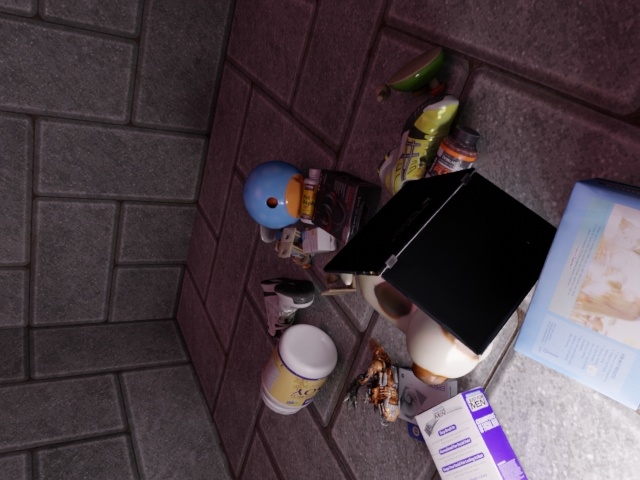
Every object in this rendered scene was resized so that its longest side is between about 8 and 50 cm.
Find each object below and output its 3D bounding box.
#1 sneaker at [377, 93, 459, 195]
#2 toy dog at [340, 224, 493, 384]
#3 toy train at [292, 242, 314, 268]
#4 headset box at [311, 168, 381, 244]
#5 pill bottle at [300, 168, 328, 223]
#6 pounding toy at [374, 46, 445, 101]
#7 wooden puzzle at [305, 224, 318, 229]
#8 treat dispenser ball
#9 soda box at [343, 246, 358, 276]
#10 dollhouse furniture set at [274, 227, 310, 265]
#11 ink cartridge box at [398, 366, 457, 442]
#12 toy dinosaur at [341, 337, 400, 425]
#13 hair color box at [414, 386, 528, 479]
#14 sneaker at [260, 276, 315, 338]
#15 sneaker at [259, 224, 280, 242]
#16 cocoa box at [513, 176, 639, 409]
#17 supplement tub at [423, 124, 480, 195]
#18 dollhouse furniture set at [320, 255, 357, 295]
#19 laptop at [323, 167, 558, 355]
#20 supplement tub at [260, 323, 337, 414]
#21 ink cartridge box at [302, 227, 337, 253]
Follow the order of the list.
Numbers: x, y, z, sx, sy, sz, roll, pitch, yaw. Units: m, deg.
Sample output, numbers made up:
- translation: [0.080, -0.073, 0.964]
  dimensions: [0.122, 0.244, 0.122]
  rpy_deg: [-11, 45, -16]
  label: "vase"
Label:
- translation: [0.309, -0.266, 1.514]
  dimensions: [0.147, 0.145, 0.385]
  rpy_deg: [64, 151, 25]
  label: "sneaker"
- translation: [0.281, 0.159, 1.312]
  dimensions: [0.285, 0.395, 0.408]
  rpy_deg: [-57, 36, 24]
  label: "toy dog"
- translation: [-0.088, 0.051, 2.230]
  dimensions: [0.166, 0.046, 0.125]
  rpy_deg: [40, 124, 52]
  label: "toy train"
- translation: [0.096, -0.122, 1.866]
  dimensions: [0.293, 0.110, 0.218]
  rpy_deg: [35, 118, 54]
  label: "headset box"
- translation: [-0.015, -0.176, 2.044]
  dimensions: [0.117, 0.117, 0.215]
  rpy_deg: [21, 107, 57]
  label: "pill bottle"
- translation: [0.287, -0.468, 1.547]
  dimensions: [0.236, 0.110, 0.183]
  rpy_deg: [-32, 21, 15]
  label: "pounding toy"
- translation: [-0.021, -0.053, 2.079]
  dimensions: [0.078, 0.116, 0.014]
  rpy_deg: [-10, 95, 15]
  label: "wooden puzzle"
- translation: [-0.185, -0.193, 2.161]
  dimensions: [0.288, 0.288, 0.289]
  rpy_deg: [-2, 88, 59]
  label: "treat dispenser ball"
- translation: [0.139, 0.084, 1.846]
  dimensions: [0.169, 0.053, 0.060]
  rpy_deg: [43, 126, 51]
  label: "soda box"
- translation: [-0.148, 0.027, 2.175]
  dimensions: [0.183, 0.129, 0.129]
  rpy_deg: [2, 73, 40]
  label: "dollhouse furniture set"
- translation: [0.321, 0.513, 1.547]
  dimensions: [0.223, 0.045, 0.224]
  rpy_deg: [-5, 85, 59]
  label: "ink cartridge box"
- translation: [0.198, 0.462, 1.672]
  dimensions: [0.219, 0.164, 0.322]
  rpy_deg: [-63, -2, 34]
  label: "toy dinosaur"
- translation: [0.401, 0.576, 1.316]
  dimensions: [0.185, 0.110, 0.339]
  rpy_deg: [-45, 58, 40]
  label: "hair color box"
- translation: [-0.129, 0.308, 2.224]
  dimensions: [0.447, 0.169, 0.258]
  rpy_deg: [-177, 79, -67]
  label: "sneaker"
- translation: [-0.260, -0.130, 2.474]
  dimensions: [0.169, 0.108, 0.293]
  rpy_deg: [-8, 73, 60]
  label: "sneaker"
- translation: [0.550, 0.079, 0.945]
  dimensions: [0.231, 0.227, 0.348]
  rpy_deg: [26, 113, 35]
  label: "cocoa box"
- translation: [0.367, -0.218, 1.425]
  dimensions: [0.106, 0.105, 0.198]
  rpy_deg: [55, 134, 44]
  label: "supplement tub"
- translation: [0.040, 0.131, 1.943]
  dimensions: [0.144, 0.123, 0.151]
  rpy_deg: [-27, 67, 56]
  label: "dollhouse furniture set"
- translation: [0.288, 0.032, 1.256]
  dimensions: [0.236, 0.382, 0.407]
  rpy_deg: [53, 157, -17]
  label: "laptop"
- translation: [-0.097, 0.522, 2.051]
  dimensions: [0.241, 0.240, 0.331]
  rpy_deg: [62, 139, 38]
  label: "supplement tub"
- translation: [0.000, 0.000, 2.043]
  dimensions: [0.143, 0.089, 0.092]
  rpy_deg: [-14, 78, 58]
  label: "ink cartridge box"
